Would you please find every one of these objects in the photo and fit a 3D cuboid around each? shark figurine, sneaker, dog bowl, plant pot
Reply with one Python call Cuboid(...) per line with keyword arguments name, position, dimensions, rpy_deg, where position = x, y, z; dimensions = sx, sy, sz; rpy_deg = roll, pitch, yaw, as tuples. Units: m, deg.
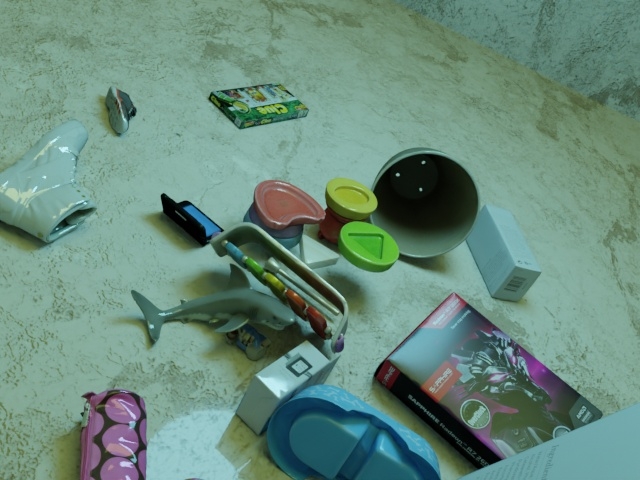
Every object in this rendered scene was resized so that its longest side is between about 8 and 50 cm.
Cuboid(name="shark figurine", position=(-0.184, 0.101, 1.381), dimensions=(0.279, 0.116, 0.166), rpy_deg=(-1, 10, 0))
Cuboid(name="sneaker", position=(-0.490, -0.108, 1.471), dimensions=(0.169, 0.108, 0.292), rpy_deg=(30, 45, -1))
Cuboid(name="dog bowl", position=(0.060, 0.341, 1.230), dimensions=(0.297, 0.165, 0.074), rpy_deg=(31, 24, 3))
Cuboid(name="plant pot", position=(0.239, -0.124, 1.881), dimensions=(0.257, 0.256, 0.274), rpy_deg=(23, 18, -7))
Cuboid(name="sneaker", position=(-0.449, -0.302, 1.770), dimensions=(0.065, 0.061, 0.157), rpy_deg=(10, 39, -34))

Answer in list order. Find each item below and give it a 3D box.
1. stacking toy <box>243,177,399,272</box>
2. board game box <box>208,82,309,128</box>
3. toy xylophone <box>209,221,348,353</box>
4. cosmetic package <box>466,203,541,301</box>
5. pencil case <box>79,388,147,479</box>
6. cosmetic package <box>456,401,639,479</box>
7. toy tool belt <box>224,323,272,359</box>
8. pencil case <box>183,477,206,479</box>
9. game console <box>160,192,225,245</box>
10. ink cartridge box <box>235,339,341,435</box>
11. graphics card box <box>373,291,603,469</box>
Cuboid(name="stacking toy", position=(0.000, 0.000, 1.632), dimensions=(0.309, 0.130, 0.279), rpy_deg=(-1, 44, -32))
Cuboid(name="board game box", position=(-0.161, -0.365, 2.066), dimensions=(0.136, 0.030, 0.260), rpy_deg=(46, 39, 20))
Cuboid(name="toy xylophone", position=(-0.059, 0.089, 1.461), dimensions=(0.323, 0.236, 0.081), rpy_deg=(37, 79, 20))
Cuboid(name="cosmetic package", position=(0.448, 0.029, 1.908), dimensions=(0.086, 0.117, 0.231), rpy_deg=(13, 40, -22))
Cuboid(name="pencil case", position=(-0.297, 0.312, 1.081), dimensions=(0.098, 0.095, 0.209), rpy_deg=(47, 17, -40))
Cuboid(name="cosmetic package", position=(0.368, 0.471, 0.996), dimensions=(0.329, 0.394, 0.327), rpy_deg=(50, 37, -2))
Cuboid(name="toy tool belt", position=(-0.129, 0.174, 1.396), dimensions=(0.083, 0.051, 0.052), rpy_deg=(35, 36, 9))
Cuboid(name="pencil case", position=(-0.210, 0.433, 0.968), dimensions=(0.124, 0.124, 0.284), rpy_deg=(33, 36, 6))
Cuboid(name="game console", position=(-0.259, -0.054, 1.580), dimensions=(0.122, 0.107, 0.071), rpy_deg=(38, 65, 15))
Cuboid(name="ink cartridge box", position=(-0.053, 0.243, 1.317), dimensions=(0.060, 0.104, 0.180), rpy_deg=(40, 36, 18))
Cuboid(name="graphics card box", position=(0.317, 0.294, 1.461), dimensions=(0.371, 0.094, 0.233), rpy_deg=(41, 55, 16))
